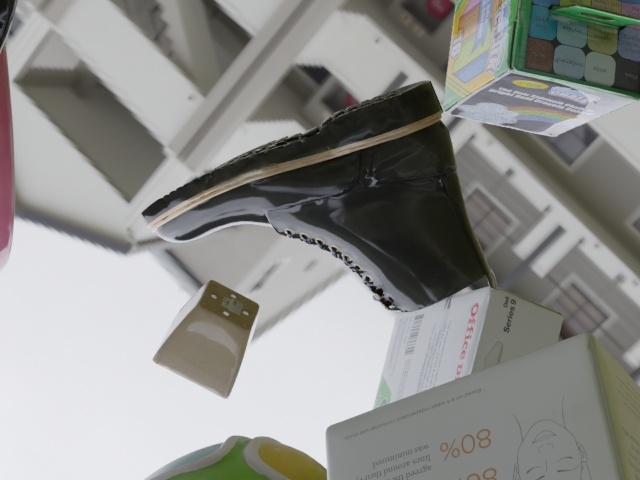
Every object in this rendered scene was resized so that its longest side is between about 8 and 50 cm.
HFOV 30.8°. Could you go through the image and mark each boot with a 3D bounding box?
[{"bbox_3d":[0.000,0.000,0.723,0.137,0.198,0.077,67,-163,-9],"label":"boot"}]

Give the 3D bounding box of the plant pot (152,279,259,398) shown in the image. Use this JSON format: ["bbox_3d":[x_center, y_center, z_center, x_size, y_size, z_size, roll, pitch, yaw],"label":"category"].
[{"bbox_3d":[-0.136,0.117,1.489,0.109,0.096,0.109,27,-154,-5],"label":"plant pot"}]

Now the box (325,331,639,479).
[{"bbox_3d":[0.082,0.146,0.463,0.091,0.130,0.170,42,-146,-43],"label":"box"}]

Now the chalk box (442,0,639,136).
[{"bbox_3d":[0.216,-0.190,1.074,0.132,0.132,0.213,11,169,-15],"label":"chalk box"}]

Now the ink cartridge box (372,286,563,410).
[{"bbox_3d":[0.193,0.195,1.621,0.121,0.211,0.289,21,163,-17],"label":"ink cartridge box"}]

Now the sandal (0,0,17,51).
[{"bbox_3d":[-0.142,-0.055,0.385,0.067,0.179,0.040,13,-161,-1],"label":"sandal"}]

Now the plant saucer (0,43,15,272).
[{"bbox_3d":[-0.261,-0.099,0.757,0.084,0.332,0.332,-6,-137,-23],"label":"plant saucer"}]

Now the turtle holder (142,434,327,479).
[{"bbox_3d":[-0.062,0.259,0.965,0.243,0.320,0.227,26,-152,4],"label":"turtle holder"}]
